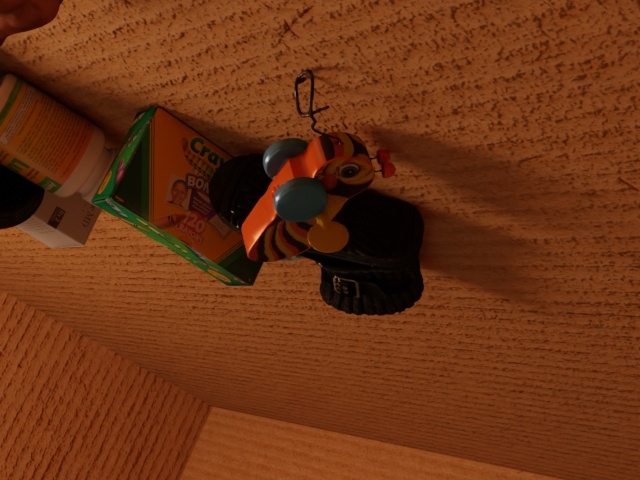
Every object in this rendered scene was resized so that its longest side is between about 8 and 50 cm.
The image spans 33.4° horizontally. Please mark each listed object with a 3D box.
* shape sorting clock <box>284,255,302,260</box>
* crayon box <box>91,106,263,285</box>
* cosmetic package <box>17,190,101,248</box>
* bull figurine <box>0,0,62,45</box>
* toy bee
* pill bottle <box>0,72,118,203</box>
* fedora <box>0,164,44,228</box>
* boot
[{"bbox_3d":[-0.122,-0.012,1.924,0.206,0.040,0.206,21,162,7],"label":"shape sorting clock"},{"bbox_3d":[-0.197,-0.063,1.673,0.278,0.165,0.081,34,160,-29],"label":"crayon box"},{"bbox_3d":[-0.516,-0.094,2.003,0.184,0.151,0.151,34,159,-30],"label":"cosmetic package"},{"bbox_3d":[-0.422,-0.324,1.241,0.188,0.101,0.310,-23,156,8],"label":"bull figurine"},{"bbox_3d":[0.011,-0.074,1.405,0.162,0.195,0.298,5,158,-22],"label":"toy bee"},{"bbox_3d":[-0.444,-0.156,1.762,0.246,0.136,0.136,32,160,-24],"label":"pill bottle"},{"bbox_3d":[-0.623,-0.118,1.780,0.334,0.334,0.152,33,122,-25],"label":"fedora"},{"bbox_3d":[-0.001,0.004,1.673,0.348,0.131,0.260,20,162,9],"label":"boot"}]
